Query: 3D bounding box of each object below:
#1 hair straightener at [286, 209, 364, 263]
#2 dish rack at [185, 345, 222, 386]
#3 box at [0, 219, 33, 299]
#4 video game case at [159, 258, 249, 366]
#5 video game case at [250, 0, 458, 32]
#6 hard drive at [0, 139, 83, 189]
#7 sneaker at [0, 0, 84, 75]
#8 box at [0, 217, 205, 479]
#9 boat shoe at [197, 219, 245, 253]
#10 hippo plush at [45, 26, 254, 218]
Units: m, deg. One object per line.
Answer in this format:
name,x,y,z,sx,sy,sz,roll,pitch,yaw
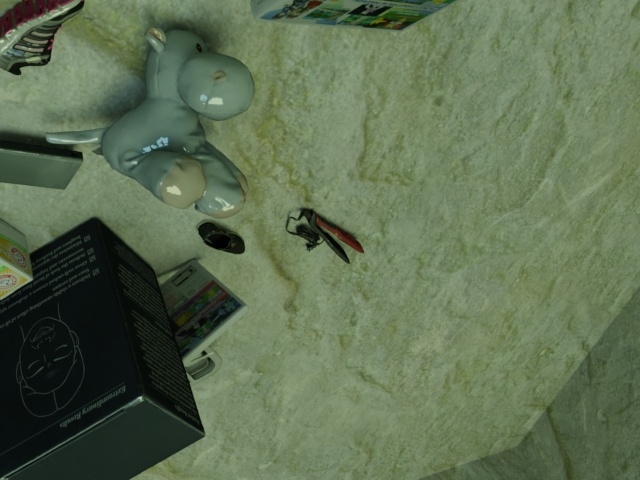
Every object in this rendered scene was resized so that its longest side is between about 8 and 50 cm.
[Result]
hair straightener,0.000,0.000,1.623,0.089,0.047,0.230,-40,142,16
dish rack,-0.397,0.252,1.659,0.285,0.072,0.333,-27,144,0
box,-0.579,0.012,1.218,0.114,0.103,0.203,-31,144,6
video game case,-0.269,0.147,1.466,0.201,0.183,0.023,-41,142,-18
video game case,0.116,-0.374,1.060,0.329,0.036,0.300,-12,176,-44
hard drive,-0.455,-0.118,1.187,0.135,0.022,0.094,6,150,-36
sneaker,-0.380,-0.281,1.022,0.170,0.063,0.075,-30,144,11
box,-0.420,0.216,1.322,0.293,0.395,0.212,-30,143,4
boat shoe,-0.194,0.003,1.510,0.049,0.042,0.133,-39,144,12
hippo plush,-0.203,-0.189,1.160,0.234,0.294,0.237,9,106,-64
